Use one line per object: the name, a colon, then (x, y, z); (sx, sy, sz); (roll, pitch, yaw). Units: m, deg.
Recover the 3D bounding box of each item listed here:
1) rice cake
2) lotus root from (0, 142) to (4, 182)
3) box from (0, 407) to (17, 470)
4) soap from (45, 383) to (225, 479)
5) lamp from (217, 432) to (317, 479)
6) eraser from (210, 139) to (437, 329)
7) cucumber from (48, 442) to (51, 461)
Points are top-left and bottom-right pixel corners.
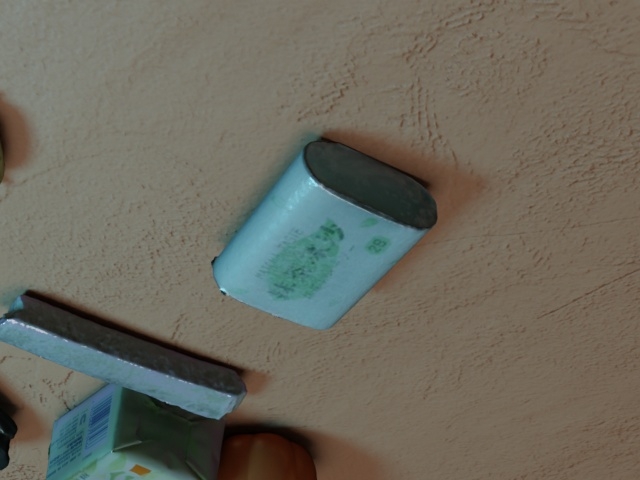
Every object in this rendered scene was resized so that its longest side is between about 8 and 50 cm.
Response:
rice cake: (-0.265, 0.156, 1.581); (0.365, 0.056, 0.072); (23, 136, -23)
lotus root: (-0.380, -0.087, 1.291); (0.073, 0.062, 0.150); (8, 139, -6)
box: (-0.648, 0.232, 1.673); (0.350, 0.091, 0.359); (-12, 138, 16)
soap: (-0.265, 0.308, 1.701); (0.182, 0.138, 0.199); (29, 133, -30)
lamp: (-0.092, 0.380, 1.757); (0.188, 0.163, 0.187); (0, 139, 0)
eraser: (0.000, 0.000, 1.359); (0.174, 0.081, 0.227); (22, 138, -20)
cucumber: (-0.364, 0.379, 1.845); (0.075, 0.074, 0.241); (-6, 139, 10)
